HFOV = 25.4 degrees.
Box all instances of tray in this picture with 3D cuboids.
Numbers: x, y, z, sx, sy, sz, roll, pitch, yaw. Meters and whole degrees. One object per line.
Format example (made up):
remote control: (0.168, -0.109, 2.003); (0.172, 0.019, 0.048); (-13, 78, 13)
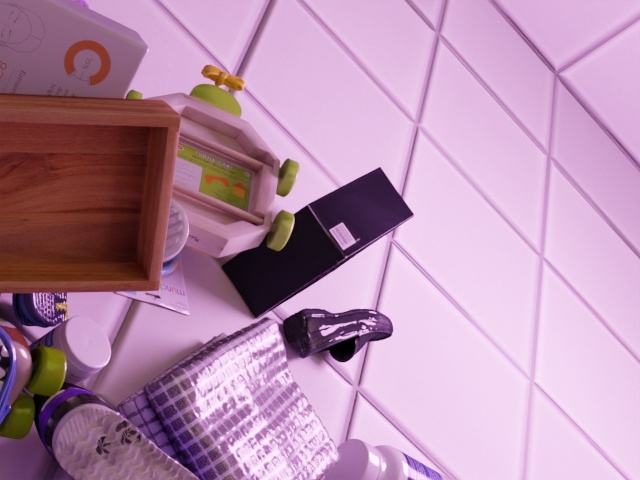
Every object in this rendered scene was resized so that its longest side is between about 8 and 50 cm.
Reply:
tray: (-0.362, -0.050, 1.477); (0.411, 0.203, 0.076); (0, 21, -25)

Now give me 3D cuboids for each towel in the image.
towel: (-0.102, 0.241, 1.811); (0.235, 0.121, 0.284); (57, 30, 0)

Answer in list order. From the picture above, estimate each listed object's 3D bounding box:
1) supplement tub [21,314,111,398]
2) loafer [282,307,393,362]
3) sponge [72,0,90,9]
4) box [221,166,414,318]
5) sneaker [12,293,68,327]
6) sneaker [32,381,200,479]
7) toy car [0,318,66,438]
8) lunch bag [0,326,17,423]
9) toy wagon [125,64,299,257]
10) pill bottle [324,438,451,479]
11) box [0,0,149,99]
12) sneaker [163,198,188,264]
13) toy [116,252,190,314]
supplement tub: (-0.301, 0.139, 1.634); (0.071, 0.107, 0.071); (36, 35, -31)
loafer: (0.032, 0.147, 2.150); (0.223, 0.076, 0.078); (4, 63, -49)
sponge: (-0.377, -0.328, 2.057); (0.210, 0.031, 0.117); (50, 30, -10)
box: (0.000, 0.000, 2.132); (0.103, 0.184, 0.261); (54, 29, 3)
sneaker: (-0.333, 0.077, 1.651); (0.144, 0.059, 0.053); (76, 13, -81)
sneaker: (-0.230, 0.255, 1.629); (0.146, 0.102, 0.293); (30, -22, 48)
toy car: (-0.381, 0.102, 1.539); (0.155, 0.149, 0.188); (17, 35, -34)
lunch bag: (-0.413, 0.181, 1.311); (0.243, 0.115, 0.303); (25, 68, -27)
toy wagon: (-0.161, -0.119, 1.994); (0.267, 0.068, 0.344); (23, 38, -15)
pill bottle: (0.099, 0.352, 2.003); (0.187, 0.112, 0.112); (34, 36, -34)
box: (-0.396, -0.203, 1.584); (0.345, 0.215, 0.168); (25, 8, -16)
sneaker: (-0.327, -0.044, 1.778); (0.321, 0.127, 0.126); (26, 72, -8)
toy: (-0.230, -0.026, 1.950); (0.137, 0.056, 0.237); (20, 45, -44)
